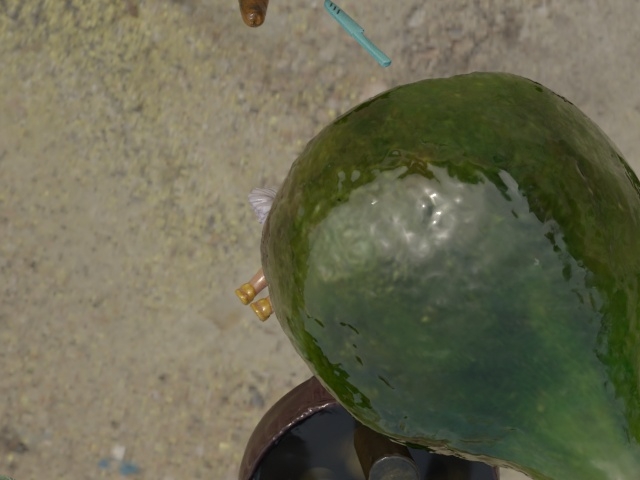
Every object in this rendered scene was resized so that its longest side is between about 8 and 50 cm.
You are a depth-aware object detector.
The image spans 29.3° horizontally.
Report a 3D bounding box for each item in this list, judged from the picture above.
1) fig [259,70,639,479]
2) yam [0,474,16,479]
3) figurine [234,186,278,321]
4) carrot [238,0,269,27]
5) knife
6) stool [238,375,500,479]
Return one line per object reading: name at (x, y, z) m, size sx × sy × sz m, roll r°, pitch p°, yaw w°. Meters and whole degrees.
fig at (0.088, 0.052, 0.607) m, size 0.203 × 0.235 × 0.203 m, roll -19°, pitch 155°, yaw -9°
yam at (-0.242, 0.286, 0.788) m, size 0.202 × 0.271 × 0.201 m, roll -1°, pitch 146°, yaw 32°
figurine at (0.001, -0.001, 1.498) m, size 0.240 × 0.174 × 0.116 m, roll -35°, pitch 145°, yaw -18°
carrot at (-0.094, -0.335, 1.476) m, size 0.059 × 0.248 × 0.059 m, roll -10°, pitch 140°, yaw -9°
knife at (0.029, -0.168, 0.987) m, size 0.014 × 0.091 × 0.005 m, roll -22°, pitch 145°, yaw -30°
stool at (0.056, 0.273, 1.189) m, size 0.272 × 0.178 × 0.272 m, roll -2°, pitch 112°, yaw -4°
